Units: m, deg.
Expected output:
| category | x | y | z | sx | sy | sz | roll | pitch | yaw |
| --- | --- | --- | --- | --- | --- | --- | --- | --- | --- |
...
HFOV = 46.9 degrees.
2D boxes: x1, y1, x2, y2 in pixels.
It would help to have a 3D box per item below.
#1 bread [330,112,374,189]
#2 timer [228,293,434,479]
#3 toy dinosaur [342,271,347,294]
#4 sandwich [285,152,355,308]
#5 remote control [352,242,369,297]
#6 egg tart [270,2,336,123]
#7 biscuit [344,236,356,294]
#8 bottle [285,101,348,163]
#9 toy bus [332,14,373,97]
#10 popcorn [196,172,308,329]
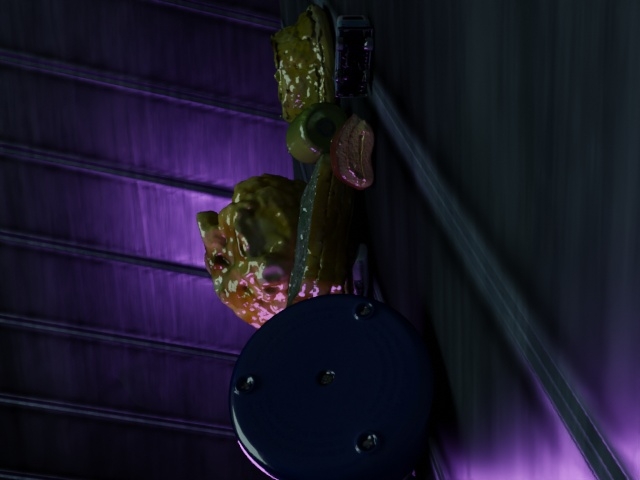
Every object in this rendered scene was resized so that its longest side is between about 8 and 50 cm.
| category | x | y | z | sx | sy | sz | roll | pitch | yaw |
| --- | --- | --- | --- | --- | --- | --- | --- | --- | --- |
| bread | 0.053 | -0.148 | 1.293 | 0.192 | 0.067 | 0.119 | 138 | 126 | -83 |
| timer | 0.049 | 0.284 | 1.075 | 0.384 | 0.270 | 0.270 | 69 | -172 | -50 |
| toy dinosaur | 0.041 | 0.134 | 1.537 | 0.220 | 0.032 | 0.108 | 107 | 166 | -53 |
| sandwich | 0.000 | 0.000 | 1.503 | 0.271 | 0.099 | 0.301 | 109 | 170 | -68 |
| remote control | 0.081 | 0.090 | 1.426 | 0.065 | 0.029 | 0.166 | -76 | -17 | -56 |
| egg tart | -0.040 | -0.383 | 1.739 | 0.345 | 0.132 | 0.346 | 172 | 90 | -86 |
| biscuit | 0.068 | 0.122 | 1.577 | 0.172 | 0.029 | 0.255 | 125 | 141 | -86 |
| bottle | -0.017 | -0.220 | 1.579 | 0.260 | 0.112 | 0.112 | 176 | 89 | -77 |
| toy bus | 0.051 | -0.303 | 1.208 | 0.075 | 0.060 | 0.123 | -95 | 5 | -48 |
| popcorn | -0.096 | 0.032 | 1.796 | 0.390 | 0.354 | 0.344 | 34 | -173 | -40 |
